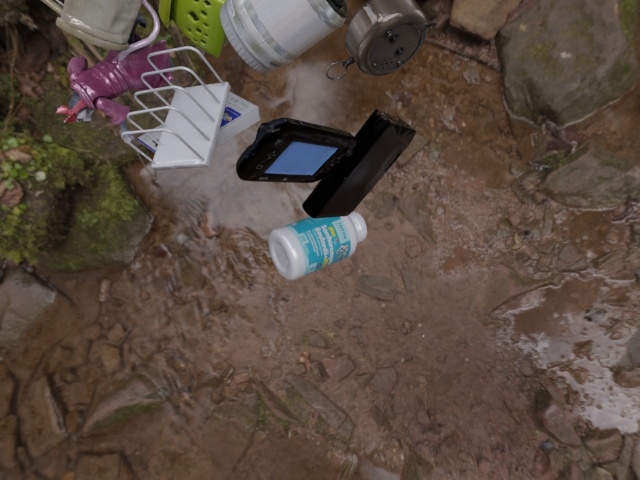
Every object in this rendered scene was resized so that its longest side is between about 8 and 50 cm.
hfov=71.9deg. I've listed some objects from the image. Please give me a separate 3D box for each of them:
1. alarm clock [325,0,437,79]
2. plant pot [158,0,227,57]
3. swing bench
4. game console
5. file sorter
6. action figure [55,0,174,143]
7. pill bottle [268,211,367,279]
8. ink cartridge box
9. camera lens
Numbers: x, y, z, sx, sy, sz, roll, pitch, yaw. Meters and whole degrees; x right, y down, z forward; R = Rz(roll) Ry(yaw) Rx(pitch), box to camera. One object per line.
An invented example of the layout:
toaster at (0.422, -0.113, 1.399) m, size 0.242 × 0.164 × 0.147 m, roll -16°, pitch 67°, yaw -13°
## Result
alarm clock at (0.093, -0.319, 0.723) m, size 0.191 × 0.129 × 0.064 m, roll -28°, pitch 69°, yaw 17°
plant pot at (-0.344, -0.729, 1.299) m, size 0.207 × 0.228 × 0.227 m, roll 20°, pitch 66°, yaw -16°
swing bench at (-0.547, -0.637, 1.034) m, size 0.255 × 0.165 × 0.253 m, roll 47°, pitch 122°, yaw 11°
game console at (0.008, -0.116, 0.691) m, size 0.044 × 0.361 × 0.213 m, roll 50°, pitch 119°, yaw 20°
file sorter at (-0.403, -0.363, 1.228) m, size 0.192 × 0.173 × 0.278 m, roll 1°, pitch 69°, yaw 22°
action figure at (-0.578, -0.454, 1.247) m, size 0.248 × 0.275 × 0.370 m, roll 44°, pitch 68°, yaw -12°
pill bottle at (0.000, 0.000, 1.225) m, size 0.263 × 0.146 × 0.146 m, roll -22°, pitch 71°, yaw -28°
ink cartridge box at (-0.390, -0.365, 1.438) m, size 0.175 × 0.069 × 0.370 m, roll 34°, pitch 57°, yaw 28°
camera lens at (-0.087, -0.582, 1.106) m, size 0.274 × 0.219 × 0.220 m, roll -24°, pitch 73°, yaw 28°
